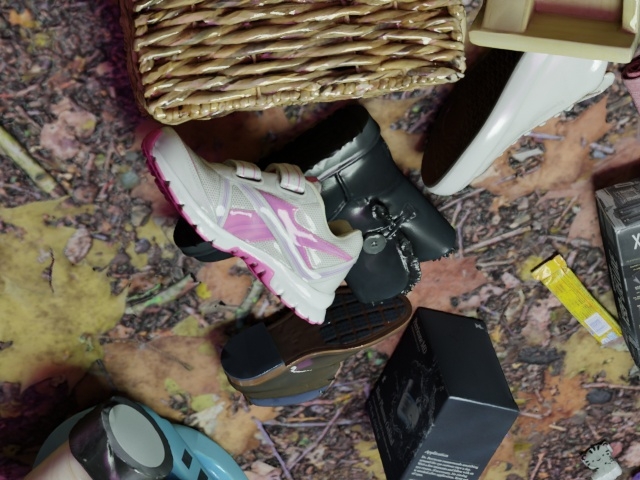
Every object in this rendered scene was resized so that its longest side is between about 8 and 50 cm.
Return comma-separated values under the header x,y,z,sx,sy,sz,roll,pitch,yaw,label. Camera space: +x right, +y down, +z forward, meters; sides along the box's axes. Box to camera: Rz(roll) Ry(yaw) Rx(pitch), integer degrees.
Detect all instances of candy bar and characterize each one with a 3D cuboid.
x,y,z,sx,sy,sz,roll,pitch,yaw,label
0.301,0.073,1.744,0.040,0.018,0.161,-34,127,17,candy bar

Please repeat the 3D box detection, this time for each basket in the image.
x,y,z,sx,sy,sz,roll,pitch,yaw,label
-0.037,-0.227,1.390,0.299,0.223,0.214,-9,95,-7,basket

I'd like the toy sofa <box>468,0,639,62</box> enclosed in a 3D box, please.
x,y,z,sx,sy,sz,roll,pitch,yaw,label
0.216,-0.346,1.268,0.150,0.177,0.363,9,128,18,toy sofa

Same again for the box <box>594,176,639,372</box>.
x,y,z,sx,sy,sz,roll,pitch,yaw,label
0.472,0.007,1.663,0.307,0.076,0.242,-19,131,4,box

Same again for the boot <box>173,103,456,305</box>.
x,y,z,sx,sy,sz,roll,pitch,yaw,label
0.000,0.000,1.568,0.246,0.094,0.207,-33,123,4,boot

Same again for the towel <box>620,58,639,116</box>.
x,y,z,sx,sy,sz,roll,pitch,yaw,label
0.485,-0.116,1.634,0.237,0.037,0.329,-28,128,9,towel

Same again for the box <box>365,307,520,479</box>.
x,y,z,sx,sy,sz,roll,pitch,yaw,label
0.134,0.189,1.706,0.093,0.156,0.158,14,122,-21,box

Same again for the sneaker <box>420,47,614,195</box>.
x,y,z,sx,sy,sz,roll,pitch,yaw,label
0.218,-0.145,1.502,0.123,0.106,0.290,25,116,-26,sneaker

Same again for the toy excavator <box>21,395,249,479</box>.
x,y,z,sx,sy,sz,roll,pitch,yaw,label
-0.120,0.358,1.754,0.222,0.445,0.433,-41,83,19,toy excavator

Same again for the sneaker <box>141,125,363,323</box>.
x,y,z,sx,sy,sz,roll,pitch,yaw,label
-0.060,-0.035,1.428,0.252,0.103,0.111,40,90,-28,sneaker

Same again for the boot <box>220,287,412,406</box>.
x,y,z,sx,sy,sz,roll,pitch,yaw,label
-0.002,0.120,1.691,0.219,0.082,0.106,-17,151,-5,boot

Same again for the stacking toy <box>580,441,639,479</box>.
x,y,z,sx,sy,sz,roll,pitch,yaw,label
0.457,0.281,1.925,0.221,0.052,0.167,-32,129,9,stacking toy
